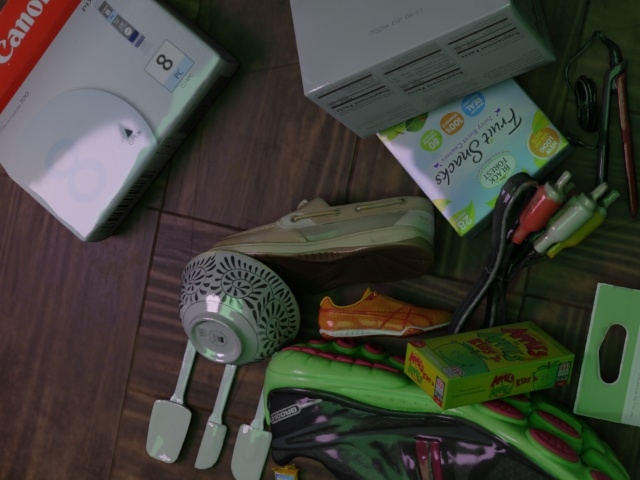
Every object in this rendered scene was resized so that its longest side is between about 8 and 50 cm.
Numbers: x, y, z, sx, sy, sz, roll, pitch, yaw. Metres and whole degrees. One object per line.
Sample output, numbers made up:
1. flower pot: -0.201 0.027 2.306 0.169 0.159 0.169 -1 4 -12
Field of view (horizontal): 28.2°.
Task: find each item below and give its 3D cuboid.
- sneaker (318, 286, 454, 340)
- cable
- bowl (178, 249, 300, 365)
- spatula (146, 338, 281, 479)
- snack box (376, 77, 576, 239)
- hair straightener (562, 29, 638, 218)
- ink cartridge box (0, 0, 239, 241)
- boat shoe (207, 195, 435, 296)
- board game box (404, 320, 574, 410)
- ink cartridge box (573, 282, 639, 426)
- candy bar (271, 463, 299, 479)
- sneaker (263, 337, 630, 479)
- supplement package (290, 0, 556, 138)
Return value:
1. sneaker: 0.085 0.091 1.610 0.175 0.064 0.067 0 82 -7
2. cable: 0.233 0.029 1.533 0.287 0.139 0.072 -58 39 18
3. bowl: -0.118 0.103 1.617 0.170 0.080 0.170 13 129 16
4. spatula: -0.133 0.199 1.712 0.168 0.019 0.242 17 98 14
5. snack box: 0.181 -0.134 1.571 0.174 0.070 0.207 -43 75 13
6. hair straightener: 0.334 -0.139 1.551 0.089 0.047 0.230 -4 98 17
7. ink cartridge box: -0.347 -0.235 1.706 0.385 0.091 0.308 40 102 8
8. boat shoe: 0.000 0.000 1.632 0.302 0.109 0.098 -7 55 19
9. board game box: 0.202 0.147 1.530 0.181 0.092 0.043 -8 117 -26
10. ink cartridge box: 0.439 0.150 1.539 0.235 0.056 0.171 11 96 14
11. candy bar: -0.043 0.376 1.700 0.040 0.018 0.161 -1 94 15
12. sneaker: 0.152 0.267 1.576 0.483 0.185 0.202 16 104 23
13. supplement package: 0.113 -0.275 1.498 0.262 0.145 0.204 -21 62 24
